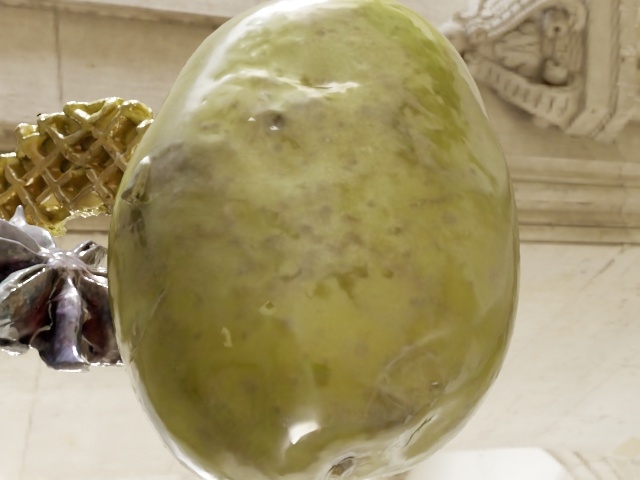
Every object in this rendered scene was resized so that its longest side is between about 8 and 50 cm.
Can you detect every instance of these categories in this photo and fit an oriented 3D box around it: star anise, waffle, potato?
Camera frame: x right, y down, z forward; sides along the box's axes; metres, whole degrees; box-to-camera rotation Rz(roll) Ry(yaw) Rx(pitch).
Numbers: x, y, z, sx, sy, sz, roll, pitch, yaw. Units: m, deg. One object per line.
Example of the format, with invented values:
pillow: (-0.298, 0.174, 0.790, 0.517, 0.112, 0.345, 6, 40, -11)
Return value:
star anise: (-0.166, 0.040, 0.596, 0.061, 0.180, 0.204, -60, -163, 10)
waffle: (-0.191, -0.033, 0.718, 0.194, 0.051, 0.149, -9, -103, 23)
potato: (-0.002, -0.001, 0.424, 0.148, 0.197, 0.228, -45, -127, 47)
